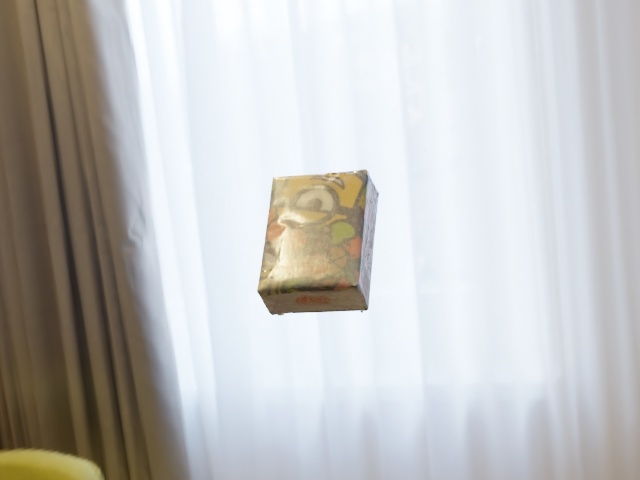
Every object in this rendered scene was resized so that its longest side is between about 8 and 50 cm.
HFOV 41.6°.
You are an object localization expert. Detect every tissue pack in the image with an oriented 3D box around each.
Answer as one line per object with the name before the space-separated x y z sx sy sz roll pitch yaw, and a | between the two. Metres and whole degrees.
tissue pack | 0.000 0.000 0.493 0.063 0.083 0.035 -4 -35 13
